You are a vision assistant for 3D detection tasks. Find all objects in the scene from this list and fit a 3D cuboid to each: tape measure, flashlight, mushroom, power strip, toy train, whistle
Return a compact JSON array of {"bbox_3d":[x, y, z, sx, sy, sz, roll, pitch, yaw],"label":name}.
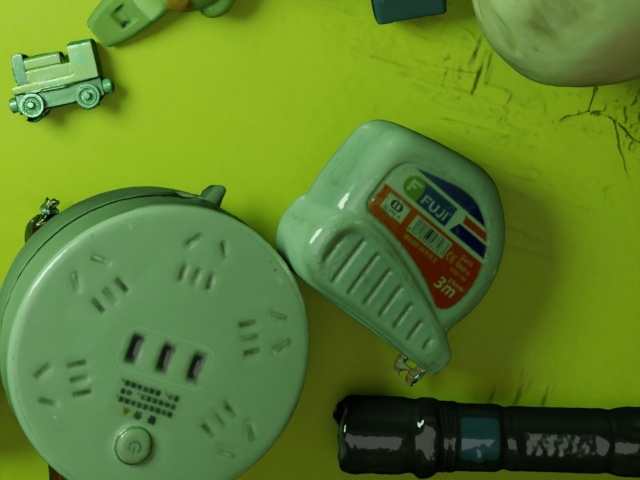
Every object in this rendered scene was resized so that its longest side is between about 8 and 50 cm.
[{"bbox_3d":[0.087,0.001,1.487,0.243,0.125,0.246,39,86,-29],"label":"tape measure"},{"bbox_3d":[0.228,0.238,1.585,0.424,0.103,0.103,1,104,-4],"label":"flashlight"},{"bbox_3d":[0.324,-0.325,1.332,0.325,0.353,0.353,3,106,26],"label":"mushroom"},{"bbox_3d":[-0.184,0.101,1.455,0.358,0.161,0.357,-4,101,-19],"label":"power strip"},{"bbox_3d":[-0.297,-0.181,1.484,0.122,0.050,0.081,-11,100,2],"label":"toy train"},{"bbox_3d":[-0.133,-0.304,1.414,0.294,0.141,0.141,-40,102,9],"label":"whistle"}]

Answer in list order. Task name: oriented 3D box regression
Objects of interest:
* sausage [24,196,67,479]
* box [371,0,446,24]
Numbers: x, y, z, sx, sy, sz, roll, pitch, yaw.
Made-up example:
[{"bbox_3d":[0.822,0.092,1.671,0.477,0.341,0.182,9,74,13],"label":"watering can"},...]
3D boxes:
[{"bbox_3d":[-0.300,0.130,1.550,0.082,0.082,0.371,-3,103,-1],"label":"sausage"},{"bbox_3d":[0.096,-0.279,1.462,0.099,0.074,0.054,-9,118,1],"label":"box"}]
